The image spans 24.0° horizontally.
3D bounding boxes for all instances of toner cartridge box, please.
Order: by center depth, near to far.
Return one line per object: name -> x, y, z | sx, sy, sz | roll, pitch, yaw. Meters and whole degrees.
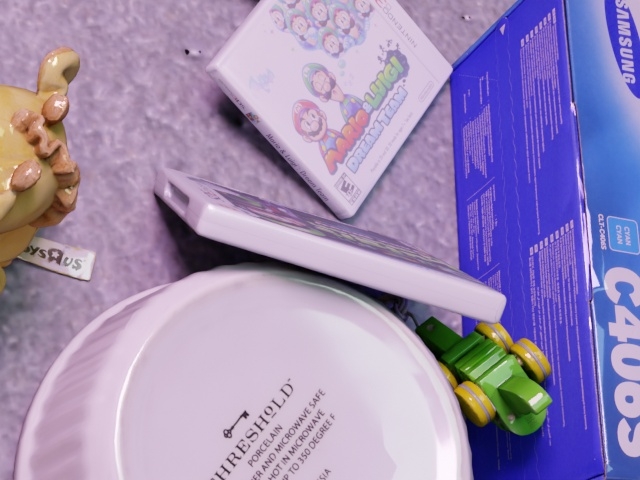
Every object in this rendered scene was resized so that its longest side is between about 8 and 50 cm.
toner cartridge box -> 0.160, 0.008, 0.996 | 0.075, 0.165, 0.348 | 9, 67, -22

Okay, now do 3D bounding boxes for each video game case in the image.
video game case -> 0.000, 0.000, 0.933 | 0.190, 0.173, 0.022 | 18, 95, -17
video game case -> 0.011, -0.118, 1.044 | 0.143, 0.019, 0.157 | 47, 57, -20

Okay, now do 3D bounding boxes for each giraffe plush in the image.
giraffe plush -> -0.208, -0.029, 0.843 | 0.210, 0.170, 0.181 | 1, 69, -24

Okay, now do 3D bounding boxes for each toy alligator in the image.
toy alligator -> 0.093, 0.082, 0.953 | 0.056, 0.189, 0.051 | -36, 119, -14

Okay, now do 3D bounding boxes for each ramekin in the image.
ramekin -> -0.034, 0.137, 0.878 | 0.272, 0.127, 0.273 | 9, 66, -21
